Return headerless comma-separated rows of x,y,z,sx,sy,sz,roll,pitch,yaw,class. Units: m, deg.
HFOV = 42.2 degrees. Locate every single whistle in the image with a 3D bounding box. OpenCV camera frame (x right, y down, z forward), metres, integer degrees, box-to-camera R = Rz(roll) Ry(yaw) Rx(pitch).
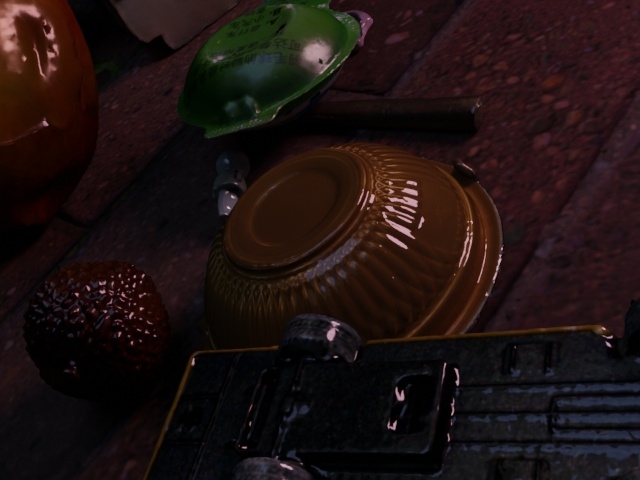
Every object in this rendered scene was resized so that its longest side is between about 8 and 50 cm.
-0.088,-0.055,0.813,0.035,0.035,0.100,-18,42,19,whistle

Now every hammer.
0.030,-0.127,0.812,0.297,0.027,0.125,7,54,39,hammer

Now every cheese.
-0.045,-0.206,0.868,0.204,0.083,0.320,-10,38,24,cheese

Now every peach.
-0.421,-0.167,0.929,0.373,0.290,0.372,-2,76,7,peach

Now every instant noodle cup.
0.000,0.000,0.651,0.274,0.090,0.274,-20,40,18,instant noodle cup

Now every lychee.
-0.182,0.072,0.681,0.123,0.123,0.129,-30,33,5,lychee

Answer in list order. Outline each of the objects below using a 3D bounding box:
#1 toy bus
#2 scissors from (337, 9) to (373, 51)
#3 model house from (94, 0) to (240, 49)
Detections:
0.062,0.117,0.459,0.336,0.123,0.121,-8,44,29,toy bus
-0.011,-0.258,0.978,0.110,0.021,0.212,-34,39,6,scissors
-0.222,-0.450,1.157,0.298,0.243,0.284,-40,36,-8,model house
